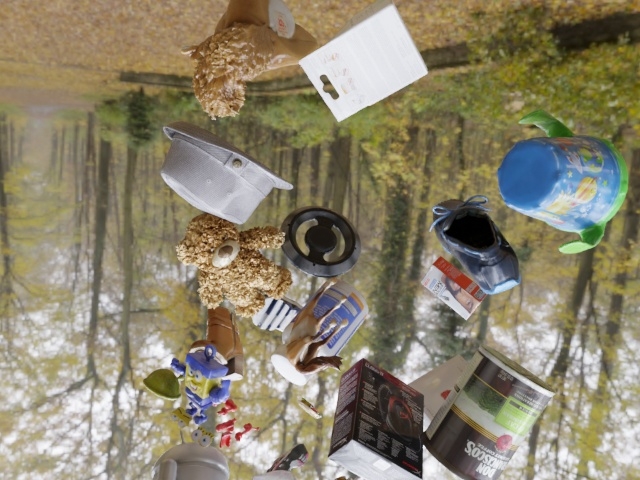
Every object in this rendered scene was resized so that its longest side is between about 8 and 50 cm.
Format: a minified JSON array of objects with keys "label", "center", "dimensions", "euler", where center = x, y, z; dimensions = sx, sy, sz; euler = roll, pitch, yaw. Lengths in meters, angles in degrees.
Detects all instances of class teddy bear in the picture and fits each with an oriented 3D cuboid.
[{"label":"teddy bear","center":[-0.186,0.069,1.379],"dimensions":[0.245,0.338,0.113],"euler":[-18,-134,-7]}]

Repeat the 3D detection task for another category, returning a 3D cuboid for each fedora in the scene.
[{"label":"fedora","center":[-0.202,-0.116,1.159],"dimensions":[0.275,0.124,0.243],"euler":[32,172,-39]}]

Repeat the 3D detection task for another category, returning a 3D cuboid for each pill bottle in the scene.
[{"label":"pill bottle","center":[-0.005,0.241,1.554],"dimensions":[0.152,0.152,0.272],"euler":[13,-134,39]}]

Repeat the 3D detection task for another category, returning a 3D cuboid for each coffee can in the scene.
[{"label":"coffee can","center":[0.397,0.417,1.413],"dimensions":[0.201,0.275,0.201],"euler":[31,-175,-3]}]

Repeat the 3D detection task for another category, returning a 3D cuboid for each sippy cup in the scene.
[{"label":"sippy cup","center":[0.536,-0.139,1.353],"dimensions":[0.224,0.240,0.305],"euler":[2,-147,-36]}]

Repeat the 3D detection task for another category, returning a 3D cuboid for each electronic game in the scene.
[{"label":"electronic game","center":[0.000,0.000,1.605],"dimensions":[0.229,0.229,0.048],"euler":[1,146,-17]}]

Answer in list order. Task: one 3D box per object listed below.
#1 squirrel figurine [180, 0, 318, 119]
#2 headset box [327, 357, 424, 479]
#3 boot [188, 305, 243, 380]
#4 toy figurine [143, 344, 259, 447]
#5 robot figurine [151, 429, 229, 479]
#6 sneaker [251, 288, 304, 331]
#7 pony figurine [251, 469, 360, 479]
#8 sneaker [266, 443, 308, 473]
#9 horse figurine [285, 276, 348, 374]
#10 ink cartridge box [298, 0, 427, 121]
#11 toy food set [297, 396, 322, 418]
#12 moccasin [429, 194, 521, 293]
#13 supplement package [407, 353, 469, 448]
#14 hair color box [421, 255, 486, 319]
[{"label":"squirrel figurine","center":[-0.264,-0.547,1.724],"dimensions":[0.370,0.281,0.397],"euler":[-13,-142,37]},{"label":"headset box","center":[0.152,0.462,1.524],"dimensions":[0.218,0.110,0.293],"euler":[33,-145,-14]},{"label":"boot","center":[-0.317,0.289,1.799],"dimensions":[0.109,0.220,0.283],"euler":[-21,148,17]},{"label":"toy figurine","center":[-0.316,0.369,1.613],"dimensions":[0.362,0.217,0.191],"euler":[25,-161,39]},{"label":"robot figurine","center":[-0.331,0.664,1.480],"dimensions":[0.199,0.300,0.354],"euler":[-12,-136,6]},{"label":"sneaker","center":[-0.123,0.214,1.840],"dimensions":[0.315,0.127,0.182],"euler":[35,-176,-41]},{"label":"pony figurine","center":[-0.049,0.854,1.834],"dimensions":[0.350,0.364,0.303],"euler":[-17,-125,-20]},{"label":"sneaker","center":[-0.120,0.758,2.030],"dimensions":[0.077,0.072,0.178],"euler":[-20,180,43]},{"label":"horse figurine","center":[-0.015,0.186,1.170],"dimensions":[0.066,0.174,0.263],"euler":[38,-161,-16]},{"label":"ink cartridge box","center":[0.092,-0.382,1.265],"dimensions":[0.224,0.181,0.056],"euler":[-25,-140,18]},{"label":"toy food set","center":[-0.031,0.485,1.703],"dimensions":[0.083,0.020,0.083],"euler":[36,161,11]},{"label":"moccasin","center":[0.316,-0.025,1.209],"dimensions":[0.137,0.117,0.342],"euler":[-28,-154,0]},{"label":"supplement package","center":[0.420,0.564,2.068],"dimensions":[0.292,0.175,0.177],"euler":[-20,-127,-33]},{"label":"hair color box","center":[0.377,0.134,1.673],"dimensions":[0.167,0.093,0.053],"euler":[39,-130,16]}]
